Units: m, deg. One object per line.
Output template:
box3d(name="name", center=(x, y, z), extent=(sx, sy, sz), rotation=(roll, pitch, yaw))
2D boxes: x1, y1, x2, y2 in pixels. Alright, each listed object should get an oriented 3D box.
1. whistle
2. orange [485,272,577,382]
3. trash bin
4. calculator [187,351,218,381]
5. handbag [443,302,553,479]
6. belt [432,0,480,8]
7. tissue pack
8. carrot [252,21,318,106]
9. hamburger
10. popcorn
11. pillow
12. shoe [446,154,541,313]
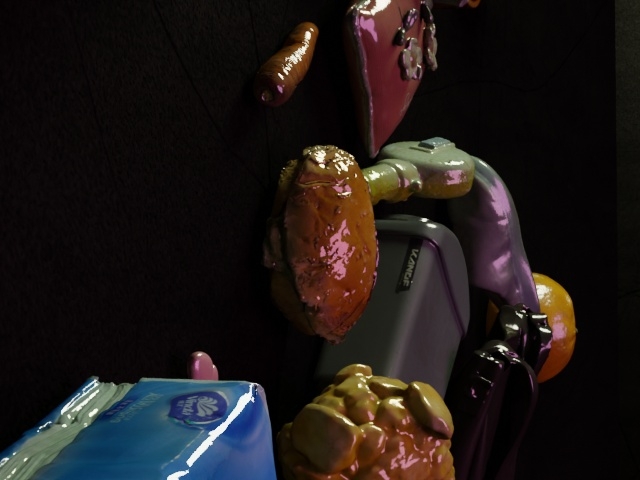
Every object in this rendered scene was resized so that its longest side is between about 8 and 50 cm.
box3d(name="whistle", center=(0.085, -0.070, 1.515), extent=(0.198, 0.104, 0.057), rotation=(-15, 116, -55))
box3d(name="orange", center=(0.294, 0.121, 2.048), extent=(0.156, 0.124, 0.156), rotation=(-1, 90, -67))
box3d(name="trash bin", center=(0.074, 0.091, 1.466), extent=(0.177, 0.101, 0.236), rotation=(71, 29, -46))
box3d(name="calculator", center=(-0.100, 0.163, 1.072), extent=(0.103, 0.024, 0.166), rotation=(49, 46, -61))
box3d(name="handbag", center=(0.173, 0.206, 1.621), extent=(0.285, 0.113, 0.257), rotation=(-25, 135, -69))
box3d(name="belt", center=(0.112, -0.370, 1.575), extent=(0.184, 0.105, 0.262), rotation=(-55, 141, -56))
box3d(name="tissue pack", center=(-0.121, 0.214, 0.823), extent=(0.263, 0.146, 0.198), rotation=(-40, 126, -65))
box3d(name="carrot", center=(-0.025, -0.156, 1.283), extent=(0.165, 0.035, 0.036), rotation=(-61, 145, -59))
box3d(name="hamburger", center=(-0.002, 0.005, 1.261), extent=(0.102, 0.087, 0.176), rotation=(-3, 95, -72))
box3d(name="popcorn", center=(0.039, 0.190, 1.298), extent=(0.163, 0.140, 0.194), rotation=(-55, 141, -6))
box3d(name="pillow", center=(0.071, -0.197, 1.491), extent=(0.179, 0.075, 0.171), rotation=(-64, 153, -47))
box3d(name="shoe", center=(0.199, 0.014, 1.848), extent=(0.100, 0.103, 0.251), rotation=(-32, 115, -17))
